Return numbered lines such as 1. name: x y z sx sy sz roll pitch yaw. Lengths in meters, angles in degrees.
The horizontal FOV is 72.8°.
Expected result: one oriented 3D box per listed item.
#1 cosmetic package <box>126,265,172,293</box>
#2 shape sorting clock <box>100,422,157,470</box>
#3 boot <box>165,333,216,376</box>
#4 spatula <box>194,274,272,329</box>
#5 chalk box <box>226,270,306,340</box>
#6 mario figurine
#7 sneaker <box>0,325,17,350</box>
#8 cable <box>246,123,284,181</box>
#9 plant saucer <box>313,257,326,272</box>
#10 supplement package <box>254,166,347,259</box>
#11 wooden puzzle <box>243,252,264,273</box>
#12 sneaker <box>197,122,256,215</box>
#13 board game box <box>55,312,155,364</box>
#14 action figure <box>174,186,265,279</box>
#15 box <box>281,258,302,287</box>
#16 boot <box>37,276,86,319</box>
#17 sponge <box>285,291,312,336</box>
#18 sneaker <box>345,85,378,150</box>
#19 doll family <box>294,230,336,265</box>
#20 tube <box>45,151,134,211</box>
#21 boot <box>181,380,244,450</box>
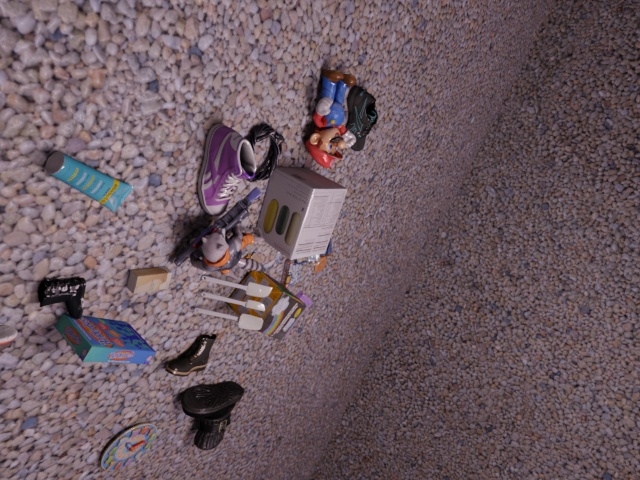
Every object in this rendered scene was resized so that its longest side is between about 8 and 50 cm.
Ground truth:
1. cosmetic package: -0.498 0.114 1.267 0.115 0.041 0.060 -7 123 -54
2. shape sorting clock: -0.683 0.743 1.560 0.206 0.040 0.206 -36 143 -34
3. boot: -0.463 0.404 1.562 0.137 0.076 0.198 -66 163 3
4. spatula: -0.303 0.213 1.494 0.241 0.019 0.168 14 103 -13
5. chalk box: -0.192 0.259 1.705 0.180 0.179 0.289 -51 150 -5
6. mario figurine: 0.059 -0.404 1.488 0.197 0.170 0.321 4 110 -19
7. sneaker: -0.769 0.245 0.971 0.157 0.061 0.065 -9 130 -52
8. cable: -0.188 -0.270 1.374 0.185 0.047 0.150 -60 150 3
9. plant saucer: 0.001 0.114 2.030 0.083 0.013 0.084 -36 143 -33
10. supplement package: -0.072 -0.101 1.544 0.198 0.199 0.263 -9 125 -52
11. wooden puzzle: -0.255 0.083 1.627 0.078 0.014 0.116 -45 147 -14
12. sneaker: -0.263 -0.172 1.242 0.102 0.161 0.282 -26 138 -45
13. board game box: -0.576 0.269 1.175 0.047 0.160 0.210 -59 150 -1
14. action figure: -0.260 0.009 1.359 0.341 0.179 0.330 -43 169 7
15. box: -0.120 0.132 1.853 0.093 0.027 0.137 -21 133 -49
16. boot: -0.644 0.147 1.080 0.099 0.045 0.121 -6 115 -56
17. sponge: -0.130 0.346 2.027 0.210 0.031 0.117 -53 149 -11
18. sneaker: 0.159 -0.449 1.669 0.101 0.106 0.268 -41 147 -29
19. doll family: 0.000 0.000 1.804 0.262 0.118 0.163 -25 122 -43
20. tube: -0.528 -0.133 1.004 0.080 0.052 0.207 -48 156 0
21. boot: -0.469 0.730 1.773 0.260 0.131 0.348 -61 150 4
